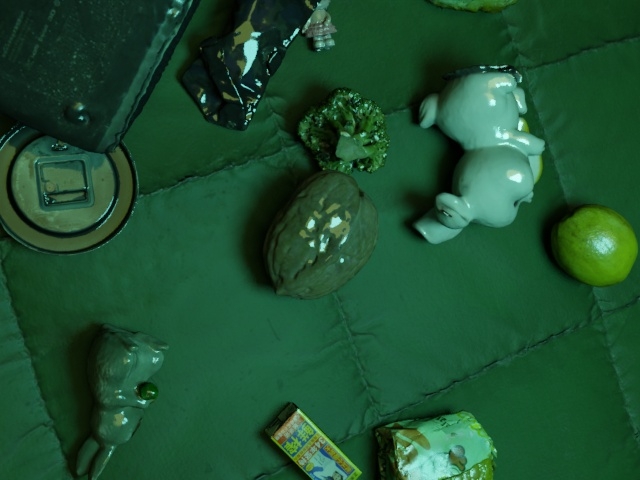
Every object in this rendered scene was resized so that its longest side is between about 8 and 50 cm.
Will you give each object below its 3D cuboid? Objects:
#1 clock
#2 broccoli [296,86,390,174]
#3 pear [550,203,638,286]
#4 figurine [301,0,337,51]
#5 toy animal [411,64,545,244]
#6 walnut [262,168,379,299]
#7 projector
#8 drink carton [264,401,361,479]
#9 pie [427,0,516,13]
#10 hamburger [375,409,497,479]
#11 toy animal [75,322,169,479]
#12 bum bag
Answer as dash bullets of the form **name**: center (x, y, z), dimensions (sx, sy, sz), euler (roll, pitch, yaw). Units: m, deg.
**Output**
- **clock**: center (-0.399, -0.087, 1.227), dimensions (0.226, 0.049, 0.226), euler (1, 86, -20)
- **broccoli**: center (0.046, -0.178, 1.345), dimensions (0.146, 0.138, 0.162), euler (-35, 116, 15)
- **pear**: center (0.517, 0.007, 1.493), dimensions (0.162, 0.149, 0.149), euler (44, 75, -10)
- **figurine**: center (-0.013, -0.395, 1.375), dimensions (0.072, 0.054, 0.129), euler (-12, 99, -5)
- **toy animal**: center (0.288, -0.148, 1.406), dimensions (0.247, 0.183, 0.310), euler (-1, 93, -15)
- **walnut**: center (-0.001, -0.001, 1.305), dimensions (0.178, 0.178, 0.230), euler (40, 82, -14)
- **projector**: center (-0.368, -0.377, 1.065), dimensions (0.405, 0.242, 0.395), euler (28, 112, -16)
- **drink carton**: center (-0.012, 0.359, 1.340), dimensions (0.071, 0.056, 0.166), euler (-44, 102, -8)
- **pie**: center (0.274, -0.595, 1.456), dimensions (0.288, 0.103, 0.355), euler (-29, 99, -12)
- **hamburger**: center (0.210, 0.420, 1.375), dimensions (0.214, 0.125, 0.235), euler (-3, 75, -10)
- **toy animal**: center (-0.316, 0.249, 1.227), dimensions (0.108, 0.138, 0.236), euler (-6, 118, -57)
- **bum bag**: center (-0.114, -0.336, 1.316), dimensions (0.137, 0.074, 0.310), euler (31, 88, -18)
